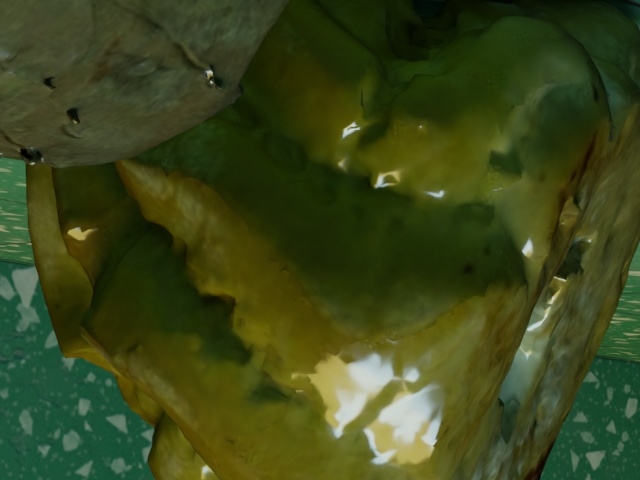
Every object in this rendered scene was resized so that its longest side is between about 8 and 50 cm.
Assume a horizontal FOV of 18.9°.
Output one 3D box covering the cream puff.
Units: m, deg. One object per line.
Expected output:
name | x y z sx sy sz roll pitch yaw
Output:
cream puff | 0.000 0.000 0.889 0.257 0.291 0.324 26 -161 17

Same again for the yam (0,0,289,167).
yam | -0.124 -0.113 0.452 0.161 0.161 0.268 1 172 33
